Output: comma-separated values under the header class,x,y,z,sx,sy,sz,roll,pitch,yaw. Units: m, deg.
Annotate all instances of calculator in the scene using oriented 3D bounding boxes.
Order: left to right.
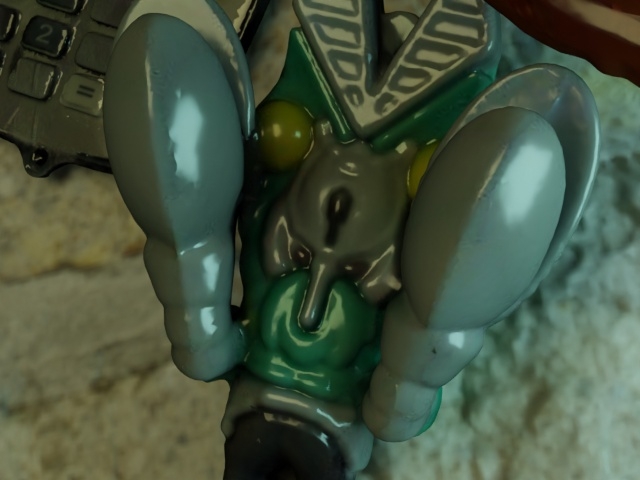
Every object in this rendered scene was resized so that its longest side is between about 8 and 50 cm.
class,x,y,z,sx,sy,sz,roll,pitch,yaw
calculator,-0.093,-0.156,0.804,0.177,0.040,0.268,21,86,26

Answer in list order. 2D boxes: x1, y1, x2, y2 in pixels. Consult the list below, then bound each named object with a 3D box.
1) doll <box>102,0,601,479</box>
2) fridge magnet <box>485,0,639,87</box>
class,x,y,z,sx,sy,sz,roll,pitch,yaw
doll,0.021,-0.002,0.664,0.195,0.153,0.258,-12,90,7
fridge magnet,0.191,-0.217,0.626,0.364,0.155,0.363,-5,72,15
